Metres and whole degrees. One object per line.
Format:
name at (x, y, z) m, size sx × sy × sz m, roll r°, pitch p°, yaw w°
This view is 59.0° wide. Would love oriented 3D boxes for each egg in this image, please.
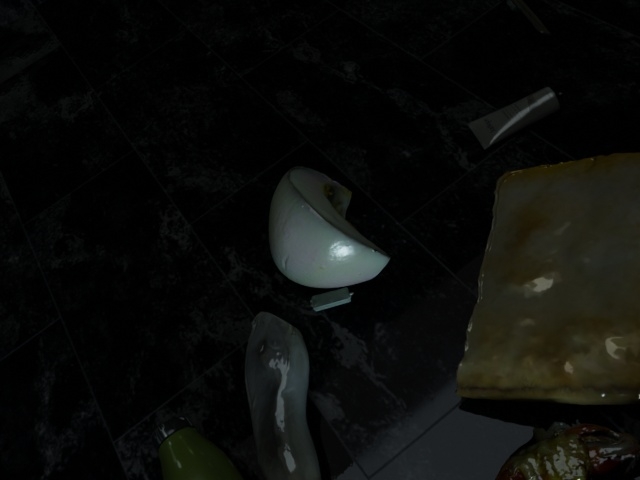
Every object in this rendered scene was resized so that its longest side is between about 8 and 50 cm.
egg at (-0.016, -0.008, 1.042) m, size 0.162 × 0.206 × 0.271 m, roll -54°, pitch 41°, yaw 19°

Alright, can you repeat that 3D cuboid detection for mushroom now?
mushroom at (-0.062, 0.273, 0.924) m, size 0.109 × 0.097 × 0.351 m, roll -16°, pitch 58°, yaw 10°

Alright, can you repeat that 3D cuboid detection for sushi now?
sushi at (0.320, 0.307, 0.775) m, size 0.226 × 0.103 × 0.097 m, roll -22°, pitch 80°, yaw 0°

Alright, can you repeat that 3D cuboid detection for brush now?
brush at (0.474, -0.532, 1.322) m, size 0.034 × 0.027 × 0.190 m, roll -3°, pitch 53°, yaw -29°

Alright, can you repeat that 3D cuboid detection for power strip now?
power strip at (0.022, 0.109, 1.048) m, size 0.083 × 0.017 × 0.027 m, roll -15°, pitch 55°, yaw 9°

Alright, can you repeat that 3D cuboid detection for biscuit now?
biscuit at (0.441, 0.039, 0.858) m, size 0.446 × 0.104 × 0.429 m, roll -10°, pitch 49°, yaw 35°

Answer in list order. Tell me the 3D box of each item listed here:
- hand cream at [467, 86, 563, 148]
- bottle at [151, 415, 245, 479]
hand cream at (0.401, -0.253, 1.149) m, size 0.186 × 0.054 × 0.087 m, roll -26°, pitch 49°, yaw 8°
bottle at (-0.176, 0.385, 0.871) m, size 0.112 × 0.112 × 0.260 m, roll -40°, pitch 54°, yaw -10°
